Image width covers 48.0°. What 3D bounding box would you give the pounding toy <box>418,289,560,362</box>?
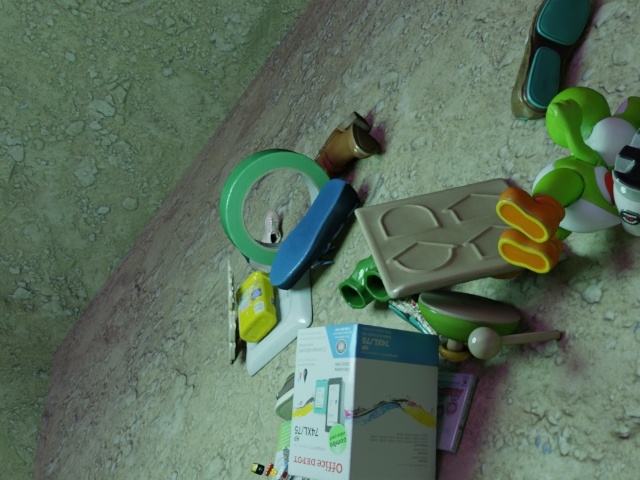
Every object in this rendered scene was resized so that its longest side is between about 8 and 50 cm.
[{"bbox_3d":[0.270,0.173,1.267,0.237,0.182,0.110,29,113,60],"label":"pounding toy"}]

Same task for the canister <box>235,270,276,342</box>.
[{"bbox_3d":[-0.178,0.185,1.992,0.126,0.073,0.170,-47,30,24],"label":"canister"}]

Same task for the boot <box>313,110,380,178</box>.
[{"bbox_3d":[0.055,-0.246,2.096,0.220,0.109,0.283,-48,26,19],"label":"boot"}]

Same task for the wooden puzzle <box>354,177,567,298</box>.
[{"bbox_3d":[0.254,0.002,1.385,0.321,0.081,0.348,-12,29,-3],"label":"wooden puzzle"}]

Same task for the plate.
[{"bbox_3d":[-0.129,0.201,2.023,0.278,0.045,0.277,-43,30,28],"label":"plate"}]

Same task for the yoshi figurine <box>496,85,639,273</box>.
[{"bbox_3d":[0.414,-0.133,1.228,0.362,0.203,0.203,-45,13,-21],"label":"yoshi figurine"}]

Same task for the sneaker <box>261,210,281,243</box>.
[{"bbox_3d":[-0.148,-0.036,2.294,0.070,0.050,0.135,-20,53,58],"label":"sneaker"}]

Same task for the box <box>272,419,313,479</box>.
[{"bbox_3d":[-0.017,0.508,1.499,0.232,0.058,0.322,-34,37,40],"label":"box"}]

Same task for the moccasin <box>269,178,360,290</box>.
[{"bbox_3d":[0.000,0.000,1.941,0.342,0.116,0.137,-53,39,1],"label":"moccasin"}]

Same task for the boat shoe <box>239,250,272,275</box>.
[{"bbox_3d":[-0.193,0.061,2.271,0.075,0.065,0.206,-36,40,-12],"label":"boat shoe"}]

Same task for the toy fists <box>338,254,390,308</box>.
[{"bbox_3d":[0.140,0.065,1.574,0.142,0.096,0.279,-35,0,-22],"label":"toy fists"}]

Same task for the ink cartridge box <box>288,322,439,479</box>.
[{"bbox_3d":[0.080,0.302,1.315,0.198,0.197,0.270,-16,66,54],"label":"ink cartridge box"}]

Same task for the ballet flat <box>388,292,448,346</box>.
[{"bbox_3d":[0.213,0.150,1.446,0.077,0.091,0.241,-45,29,-2],"label":"ballet flat"}]

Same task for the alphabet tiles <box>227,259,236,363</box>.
[{"bbox_3d":[-0.262,0.210,2.113,0.284,0.021,0.278,-102,14,-55],"label":"alphabet tiles"}]

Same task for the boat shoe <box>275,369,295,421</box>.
[{"bbox_3d":[0.021,0.297,1.589,0.324,0.116,0.097,-39,27,35],"label":"boat shoe"}]

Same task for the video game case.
[{"bbox_3d":[0.214,0.314,1.341,0.157,0.019,0.143,-10,54,56],"label":"video game case"}]

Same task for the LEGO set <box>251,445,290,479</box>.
[{"bbox_3d":[-0.113,0.551,1.495,0.182,0.060,0.244,-39,32,27],"label":"LEGO set"}]

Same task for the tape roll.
[{"bbox_3d":[-0.116,-0.091,1.993,0.321,0.321,0.077,-58,26,1],"label":"tape roll"}]

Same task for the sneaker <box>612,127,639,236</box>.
[{"bbox_3d":[0.556,-0.140,1.123,0.330,0.146,0.122,-42,50,-19],"label":"sneaker"}]

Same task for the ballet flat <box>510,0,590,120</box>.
[{"bbox_3d":[0.484,-0.403,1.555,0.124,0.116,0.343,141,149,-72],"label":"ballet flat"}]
